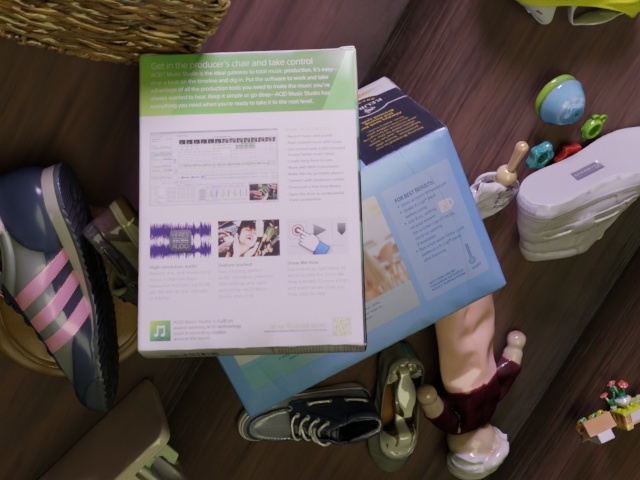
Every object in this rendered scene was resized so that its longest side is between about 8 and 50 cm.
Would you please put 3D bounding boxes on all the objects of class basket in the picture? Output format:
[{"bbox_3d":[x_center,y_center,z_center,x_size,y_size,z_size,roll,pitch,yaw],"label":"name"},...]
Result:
[{"bbox_3d":[-0.246,-0.331,1.211,0.299,0.213,0.223,11,69,-20],"label":"basket"}]

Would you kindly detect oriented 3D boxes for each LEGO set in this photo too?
[{"bbox_3d":[0.506,0.204,1.688,0.287,0.132,0.107,-15,100,15],"label":"LEGO set"}]

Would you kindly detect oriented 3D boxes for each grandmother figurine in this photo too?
[{"bbox_3d":[0.206,0.185,1.592,0.208,0.104,0.342,-20,119,-24],"label":"grandmother figurine"}]

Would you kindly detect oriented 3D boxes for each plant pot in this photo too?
[{"bbox_3d":[-0.305,0.071,1.425,0.236,0.032,0.236,-6,114,-14],"label":"plant pot"}]

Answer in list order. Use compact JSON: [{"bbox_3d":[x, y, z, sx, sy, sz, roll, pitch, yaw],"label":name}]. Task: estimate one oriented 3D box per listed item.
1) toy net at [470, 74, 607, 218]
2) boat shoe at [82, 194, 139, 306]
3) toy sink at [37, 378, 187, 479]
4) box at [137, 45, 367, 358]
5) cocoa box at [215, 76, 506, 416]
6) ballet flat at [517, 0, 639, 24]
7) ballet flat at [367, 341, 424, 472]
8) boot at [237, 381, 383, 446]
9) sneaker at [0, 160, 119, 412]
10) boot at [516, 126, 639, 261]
[{"bbox_3d":[0.271,-0.108,1.521,0.232,0.045,0.122,-45,146,8],"label":"toy net"},{"bbox_3d":[-0.218,0.038,1.365,0.073,0.080,0.223,-27,140,-7],"label":"boat shoe"},{"bbox_3d":[-0.249,0.322,1.481,0.234,0.153,0.131,-44,117,3],"label":"toy sink"},{"bbox_3d":[-0.072,-0.041,1.203,0.232,0.058,0.322,-1,79,1],"label":"box"},{"bbox_3d":[0.000,0.000,1.375,0.347,0.228,0.231,-27,117,-5],"label":"cocoa box"},{"bbox_3d":[0.305,-0.305,1.430,0.231,0.077,0.077,-2,129,-18],"label":"ballet flat"},{"bbox_3d":[0.107,0.245,1.601,0.072,0.068,0.213,-5,114,-15],"label":"ballet flat"},{"bbox_3d":[-0.013,0.244,1.554,0.190,0.086,0.069,-14,115,-11],"label":"boot"},{"bbox_3d":[-0.320,0.063,1.353,0.131,0.112,0.319,-8,111,3],"label":"sneaker"},{"bbox_3d":[0.375,-0.060,1.553,0.258,0.095,0.123,-20,138,-13],"label":"boot"}]
